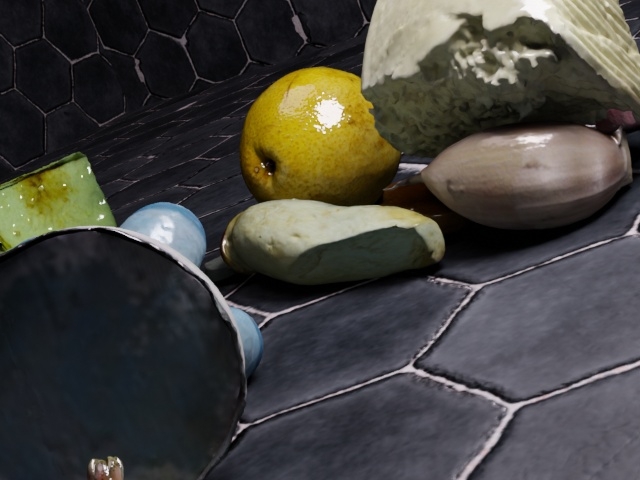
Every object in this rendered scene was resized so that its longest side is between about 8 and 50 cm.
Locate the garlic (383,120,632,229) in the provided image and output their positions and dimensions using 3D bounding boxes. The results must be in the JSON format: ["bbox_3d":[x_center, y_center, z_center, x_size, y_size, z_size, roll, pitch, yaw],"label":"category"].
[{"bbox_3d":[0.174,-0.065,1.097,0.266,0.148,0.128,3,64,19],"label":"garlic"}]

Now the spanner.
[{"bbox_3d":[-0.105,-0.001,1.472,0.093,0.026,0.325,-22,13,4],"label":"spanner"}]

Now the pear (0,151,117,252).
[{"bbox_3d":[-0.514,-0.007,1.798,0.282,0.176,0.286,-14,12,35],"label":"pear"}]

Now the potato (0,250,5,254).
[{"bbox_3d":[-0.442,0.114,1.313,0.253,0.148,0.186,-30,-2,2],"label":"potato"}]

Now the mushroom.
[{"bbox_3d":[-0.003,0.002,1.193,0.107,0.087,0.333,-45,27,-22],"label":"mushroom"}]

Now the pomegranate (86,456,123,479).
[{"bbox_3d":[-0.139,0.189,0.717,0.073,0.084,0.073,-24,4,2],"label":"pomegranate"}]

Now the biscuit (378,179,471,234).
[{"bbox_3d":[0.161,-0.058,1.249,0.180,0.039,0.236,1,26,41],"label":"biscuit"}]

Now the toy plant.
[{"bbox_3d":[-0.172,0.083,0.932,0.247,0.247,0.332,-22,8,2],"label":"toy plant"}]

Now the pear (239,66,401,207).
[{"bbox_3d":[-0.007,-0.113,1.384,0.209,0.209,0.209,-21,15,6],"label":"pear"}]

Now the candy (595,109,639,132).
[{"bbox_3d":[0.378,-0.165,1.318,0.103,0.043,0.103,-20,15,6],"label":"candy"}]

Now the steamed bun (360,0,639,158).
[{"bbox_3d":[0.177,-0.205,1.161,0.272,0.273,0.290,-22,-21,28],"label":"steamed bun"}]
